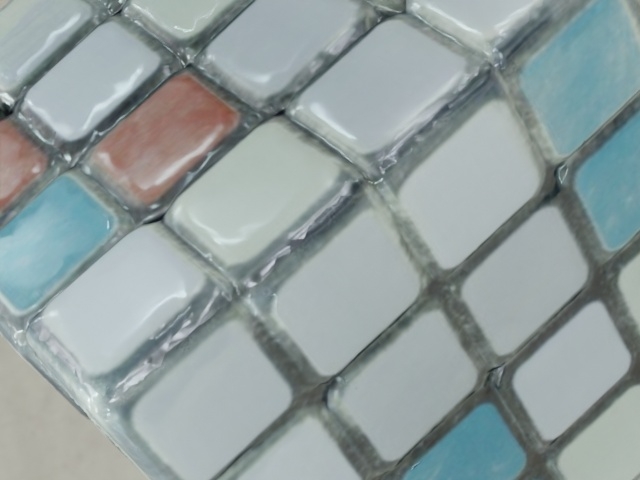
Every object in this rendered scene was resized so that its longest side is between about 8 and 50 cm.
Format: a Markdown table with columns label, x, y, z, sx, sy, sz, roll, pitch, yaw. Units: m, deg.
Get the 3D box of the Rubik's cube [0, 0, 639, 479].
| label | x | y | z | sx | sy | sz | roll | pitch | yaw |
| --- | --- | --- | --- | --- | --- | --- | --- | --- | --- |
| Rubik's cube | 0.000 | 0.000 | 0.761 | 0.253 | 0.259 | 0.256 | 37 | 168 | 46 |
